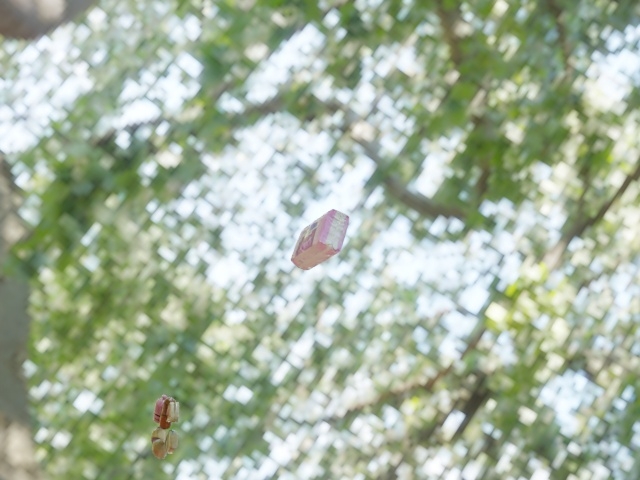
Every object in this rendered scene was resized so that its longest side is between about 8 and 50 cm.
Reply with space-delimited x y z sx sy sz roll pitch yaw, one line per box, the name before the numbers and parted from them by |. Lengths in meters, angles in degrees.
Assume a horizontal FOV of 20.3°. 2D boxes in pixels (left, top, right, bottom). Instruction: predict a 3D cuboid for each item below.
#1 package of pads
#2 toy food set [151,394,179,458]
package of pads | 0.000 0.000 2.069 0.032 0.050 0.083 30 -28 -16
toy food set | -0.188 0.221 2.151 0.019 0.078 0.122 7 -18 -12
